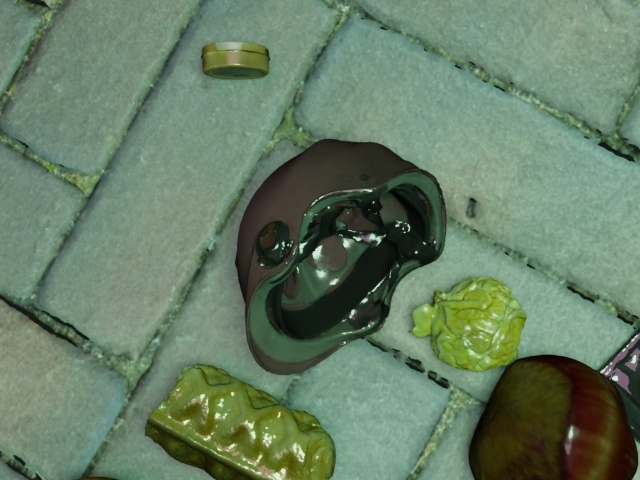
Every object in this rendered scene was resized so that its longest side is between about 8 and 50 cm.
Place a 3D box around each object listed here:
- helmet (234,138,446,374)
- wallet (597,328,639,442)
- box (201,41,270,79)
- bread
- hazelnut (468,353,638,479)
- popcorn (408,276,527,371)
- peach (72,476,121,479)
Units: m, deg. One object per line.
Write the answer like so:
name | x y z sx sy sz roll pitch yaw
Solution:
helmet | 0.000 0.000 0.981 0.338 0.271 0.197 -47 52 6
wallet | 0.574 0.233 0.989 0.323 0.041 0.247 44 93 6
box | -0.129 -0.274 1.081 0.106 0.105 0.037 -1 92 7
bread | -0.107 0.286 1.021 0.268 0.130 0.152 25 125 8
hazelnut | 0.313 0.276 0.943 0.229 0.229 0.229 -1 85 7
popcorn | 0.215 0.117 0.993 0.162 0.135 0.141 31 97 6
peach | -0.327 0.452 0.988 0.231 0.231 0.231 -1 85 7
